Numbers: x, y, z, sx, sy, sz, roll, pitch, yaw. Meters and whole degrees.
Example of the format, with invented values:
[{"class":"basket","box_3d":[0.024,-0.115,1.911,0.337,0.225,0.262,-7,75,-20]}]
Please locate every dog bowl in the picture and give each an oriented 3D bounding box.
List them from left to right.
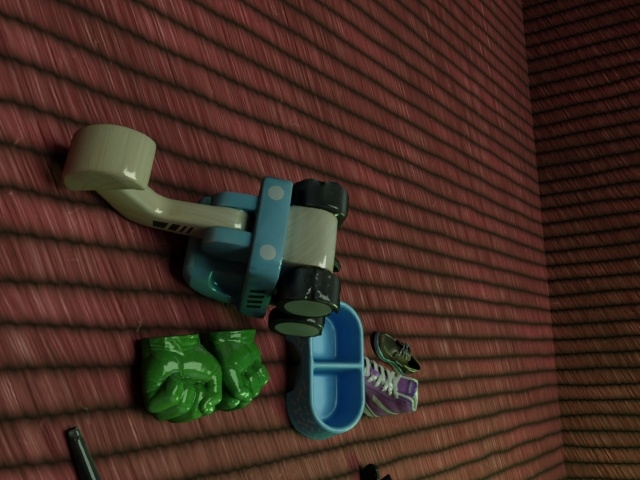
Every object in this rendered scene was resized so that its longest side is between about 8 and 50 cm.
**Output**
[{"class":"dog bowl","box_3d":[0.016,0.259,1.559,0.166,0.074,0.297,7,76,-34]}]

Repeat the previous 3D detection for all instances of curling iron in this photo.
[{"class":"curling iron","box_3d":[-0.318,0.399,1.079,0.068,0.035,0.274,-17,97,-58]}]

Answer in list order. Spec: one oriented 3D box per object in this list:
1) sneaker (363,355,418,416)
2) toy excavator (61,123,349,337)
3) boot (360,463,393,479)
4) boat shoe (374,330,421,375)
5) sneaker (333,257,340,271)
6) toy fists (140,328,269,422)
[{"class":"sneaker","box_3d":[0.130,0.304,1.707,0.282,0.161,0.102,48,46,-40]},{"class":"toy excavator","box_3d":[-0.176,-0.014,1.261,0.433,0.445,0.222,113,-16,-66]},{"class":"boot","box_3d":[0.137,0.569,1.762,0.099,0.045,0.121,-2,92,-56]},{"class":"boat shoe","box_3d":[0.197,0.280,1.906,0.183,0.066,0.066,46,46,-44]},{"class":"sneaker","box_3d":[-0.002,0.000,1.668,0.170,0.051,0.089,36,58,-45]},{"class":"toy fists","box_3d":[-0.188,0.226,1.275,0.279,0.096,0.142,5,80,-59]}]
